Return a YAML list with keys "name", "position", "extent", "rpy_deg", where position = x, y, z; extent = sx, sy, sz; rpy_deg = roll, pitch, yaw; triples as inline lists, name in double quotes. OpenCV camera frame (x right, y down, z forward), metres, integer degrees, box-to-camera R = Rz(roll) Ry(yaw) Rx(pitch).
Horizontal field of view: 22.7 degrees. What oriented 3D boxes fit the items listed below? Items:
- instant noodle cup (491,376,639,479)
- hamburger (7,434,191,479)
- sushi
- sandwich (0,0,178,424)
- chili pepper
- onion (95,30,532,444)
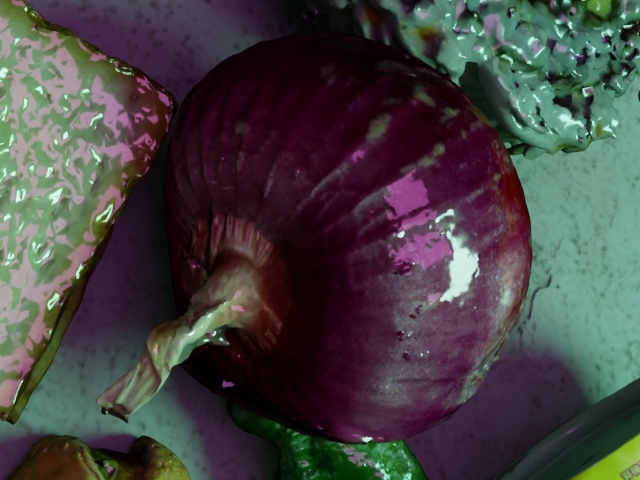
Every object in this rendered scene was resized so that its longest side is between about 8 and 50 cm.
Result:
- name: "instant noodle cup"
  position: [0.261, 0.232, 1.172]
  extent: [0.311, 0.311, 0.221]
  rpy_deg: [-34, 89, -24]
- name: "hamburger"
  position: [-0.151, 0.256, 1.064]
  extent: [0.124, 0.131, 0.262]
  rpy_deg: [5, 77, -24]
- name: "sushi"
  position: [0.135, -0.252, 1.226]
  extent: [0.417, 0.176, 0.417]
  rpy_deg: [8, 75, -32]
- name: "sandwich"
  position: [-0.286, -0.060, 1.040]
  extent: [0.325, 0.131, 0.262]
  rpy_deg: [31, 74, -21]
- name: "chili pepper"
  position: [0.013, 0.177, 1.159]
  extent: [0.099, 0.136, 0.270]
  rpy_deg: [-18, 85, -61]
- name: "onion"
  position: [0.019, -0.016, 1.074]
  extent: [0.256, 0.272, 0.230]
  rpy_deg: [13, 115, 3]
